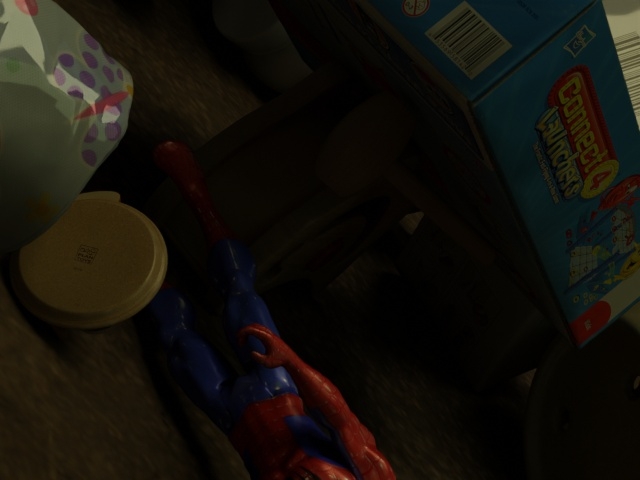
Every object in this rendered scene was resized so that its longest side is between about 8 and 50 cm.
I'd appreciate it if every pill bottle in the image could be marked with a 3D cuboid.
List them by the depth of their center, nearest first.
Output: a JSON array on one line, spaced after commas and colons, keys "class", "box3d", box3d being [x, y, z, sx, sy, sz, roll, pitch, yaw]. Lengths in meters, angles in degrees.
[{"class": "pill bottle", "box3d": [0.011, -0.163, 1.552, 0.216, 0.121, 0.121, 31, 23, -47]}]

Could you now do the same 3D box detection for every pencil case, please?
[{"class": "pencil case", "box3d": [-0.214, -0.108, 0.843, 0.273, 0.124, 0.113, 39, 48, -26]}]

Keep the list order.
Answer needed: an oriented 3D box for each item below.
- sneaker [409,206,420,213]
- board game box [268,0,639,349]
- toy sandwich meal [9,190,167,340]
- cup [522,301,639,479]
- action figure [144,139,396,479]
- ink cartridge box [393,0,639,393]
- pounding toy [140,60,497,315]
[{"class": "sneaker", "box3d": [0.077, -0.136, 1.456, 0.319, 0.127, 0.208, -6, 63, -34]}, {"class": "board game box", "box3d": [0.061, -0.120, 1.089, 0.308, 0.086, 0.302, 49, -4, 31]}, {"class": "toy sandwich meal", "box3d": [-0.115, 0.013, 0.916, 0.085, 0.085, 0.029, 57, -18, 31]}, {"class": "cup", "box3d": [0.283, 0.140, 1.284, 0.237, 0.331, 0.331, 6, 38, -30]}, {"class": "action figure", "box3d": [-0.054, 0.061, 0.906, 0.280, 0.091, 0.139, 56, 11, 31]}, {"class": "ink cartridge box", "box3d": [0.237, -0.052, 1.349, 0.272, 0.309, 0.130, -19, 67, -29]}, {"class": "pounding toy", "box3d": [0.000, 0.000, 1.123, 0.155, 0.154, 0.269, 51, -3, 10]}]
